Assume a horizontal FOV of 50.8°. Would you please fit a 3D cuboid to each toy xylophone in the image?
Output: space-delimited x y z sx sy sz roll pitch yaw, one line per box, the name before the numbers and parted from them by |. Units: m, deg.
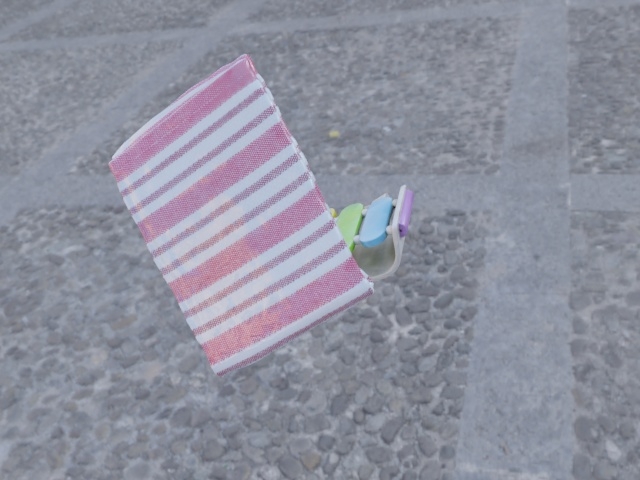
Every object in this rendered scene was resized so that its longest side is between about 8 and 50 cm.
toy xylophone | 0.000 0.000 1.040 0.323 0.081 0.236 -20 28 17

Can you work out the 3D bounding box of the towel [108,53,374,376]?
towel | -0.062 -0.015 0.493 0.144 0.197 0.029 -31 -6 23
